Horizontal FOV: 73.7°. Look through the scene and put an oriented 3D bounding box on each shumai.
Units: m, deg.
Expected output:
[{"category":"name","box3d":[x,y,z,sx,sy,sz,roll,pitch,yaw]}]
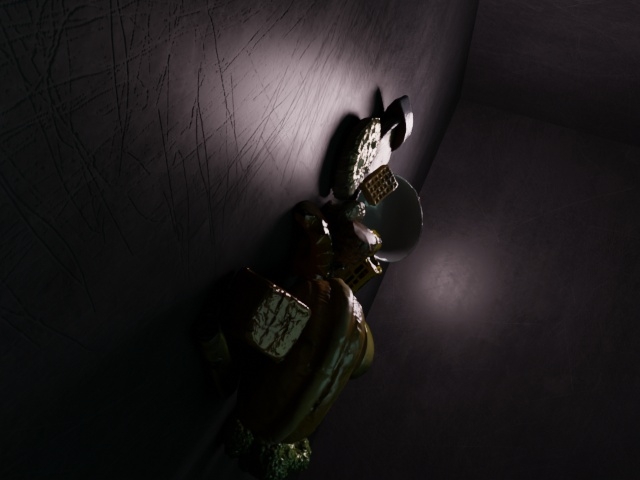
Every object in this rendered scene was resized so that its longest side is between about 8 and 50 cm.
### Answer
[{"category":"shumai","box3d":[0.068,-0.080,1.361,0.145,0.116,0.146,-33,140,-34]}]

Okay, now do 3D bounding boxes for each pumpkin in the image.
[{"category":"pumpkin","box3d":[0.000,0.000,1.218,0.149,0.130,0.254,-51,155,-44]}]

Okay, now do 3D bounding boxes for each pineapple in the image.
[{"category":"pineapple","box3d":[0.050,0.049,1.300,0.248,0.128,0.128,-41,177,28]}]

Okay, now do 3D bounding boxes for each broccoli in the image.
[{"category":"broccoli","box3d":[-0.142,0.608,1.320,0.186,0.253,0.302,-68,164,0]}]

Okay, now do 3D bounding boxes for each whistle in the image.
[{"category":"whistle","box3d":[-0.228,0.272,0.969,0.068,0.057,0.327,-56,160,-35]}]

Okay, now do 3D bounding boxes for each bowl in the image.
[{"category":"bowl","box3d":[0.225,-0.085,1.680,0.157,0.345,0.346,-6,-129,58]}]

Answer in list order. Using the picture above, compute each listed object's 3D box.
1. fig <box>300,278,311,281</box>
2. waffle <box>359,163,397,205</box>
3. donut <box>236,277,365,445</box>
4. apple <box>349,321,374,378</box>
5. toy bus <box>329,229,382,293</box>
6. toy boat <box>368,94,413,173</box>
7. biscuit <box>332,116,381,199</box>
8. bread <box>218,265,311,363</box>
[{"category":"fig","box3d":[-0.054,0.149,1.384,0.093,0.093,0.166,73,2,-65]},{"category":"waffle","box3d":[0.213,-0.203,1.561,0.148,0.042,0.103,-40,108,-28]},{"category":"donut","box3d":[-0.058,0.289,1.088,0.449,0.198,0.449,-55,-168,18]},{"category":"apple","box3d":[0.073,0.417,1.715,0.292,0.291,0.254,83,15,-59]},{"category":"toy bus","box3d":[0.097,0.112,1.480,0.331,0.151,0.145,-44,166,14]},{"category":"toy boat","box3d":[0.230,-0.361,1.564,0.294,0.111,0.276,-53,163,-6]},{"category":"biscuit","box3d":[0.116,-0.269,1.319,0.281,0.084,0.179,-63,163,-14]},{"category":"bread","box3d":[-0.125,0.158,0.915,0.143,0.158,0.149,39,71,-34]}]
